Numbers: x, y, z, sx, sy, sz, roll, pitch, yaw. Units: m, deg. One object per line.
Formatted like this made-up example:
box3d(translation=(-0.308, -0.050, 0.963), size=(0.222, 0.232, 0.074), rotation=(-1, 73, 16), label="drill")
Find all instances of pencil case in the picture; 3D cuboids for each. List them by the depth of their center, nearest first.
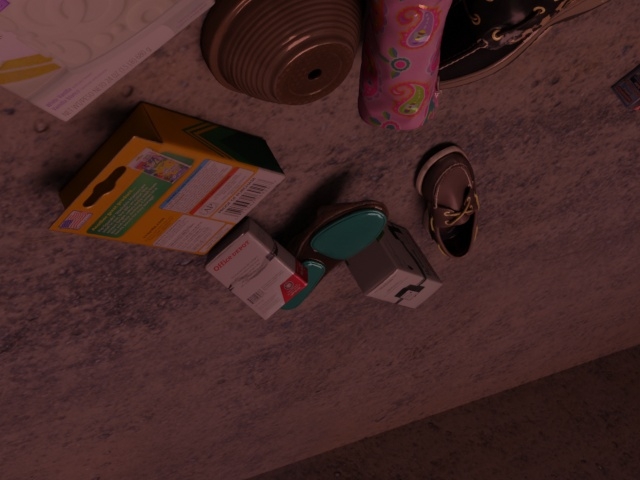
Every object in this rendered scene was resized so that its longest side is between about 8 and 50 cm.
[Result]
box3d(translation=(0.115, -0.270, 1.416), size=(0.124, 0.124, 0.284), rotation=(-22, 149, -15), label="pencil case")

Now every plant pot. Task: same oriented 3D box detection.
box3d(translation=(-0.030, -0.260, 1.406), size=(0.237, 0.109, 0.237), rotation=(-24, 153, -13), label="plant pot")

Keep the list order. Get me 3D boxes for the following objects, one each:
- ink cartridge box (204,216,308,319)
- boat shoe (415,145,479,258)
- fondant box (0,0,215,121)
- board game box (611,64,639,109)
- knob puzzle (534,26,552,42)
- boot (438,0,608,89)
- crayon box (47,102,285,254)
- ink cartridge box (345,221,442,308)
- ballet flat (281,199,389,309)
box3d(translation=(-0.111, 0.048, 1.838), size=(0.109, 0.063, 0.150), rotation=(-40, 111, 20), label="ink cartridge box")
box3d(translation=(0.256, -0.068, 2.046), size=(0.117, 0.096, 0.324), rotation=(-26, 154, -7), label="boat shoe")
box3d(translation=(-0.300, -0.281, 1.112), size=(0.238, 0.096, 0.330), rotation=(-36, 152, 13), label="fondant box")
box3d(translation=(0.677, -0.313, 2.078), size=(0.194, 0.060, 0.194), rotation=(-32, 154, 7), label="board game box")
box3d(translation=(0.327, -0.351, 1.693), size=(0.213, 0.030, 0.213), rotation=(-24, 153, -13), label="knob puzzle")
box3d(translation=(0.231, -0.373, 1.438), size=(0.377, 0.138, 0.284), rotation=(-25, 149, 23), label="boot")
box3d(translation=(-0.230, -0.086, 1.542), size=(0.203, 0.083, 0.323), rotation=(-42, 152, 24), label="crayon box")
box3d(translation=(0.131, 0.039, 2.051), size=(0.087, 0.153, 0.208), rotation=(-40, 153, 18), label="ink cartridge box")
box3d(translation=(0.000, 0.000, 1.902), size=(0.107, 0.106, 0.316), rotation=(28, 127, -31), label="ballet flat")
